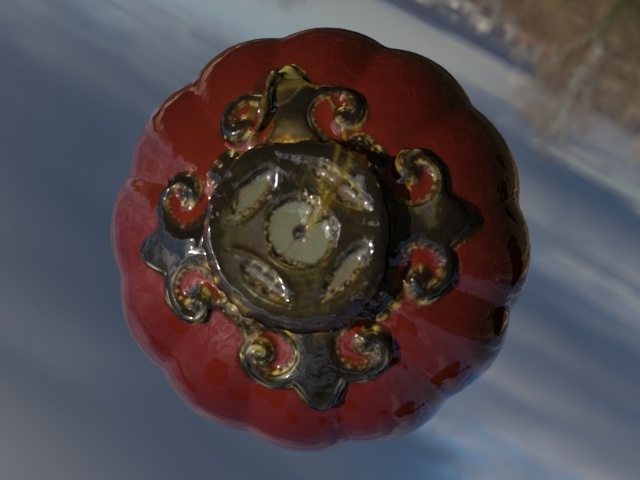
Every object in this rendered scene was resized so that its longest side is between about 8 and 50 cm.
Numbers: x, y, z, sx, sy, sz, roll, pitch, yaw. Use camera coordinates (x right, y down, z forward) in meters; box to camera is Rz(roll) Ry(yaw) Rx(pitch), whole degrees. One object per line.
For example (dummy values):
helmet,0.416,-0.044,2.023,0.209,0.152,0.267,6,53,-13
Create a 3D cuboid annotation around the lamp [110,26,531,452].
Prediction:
lamp,0.000,0.000,0.980,0.227,0.227,0.227,28,-173,-4
